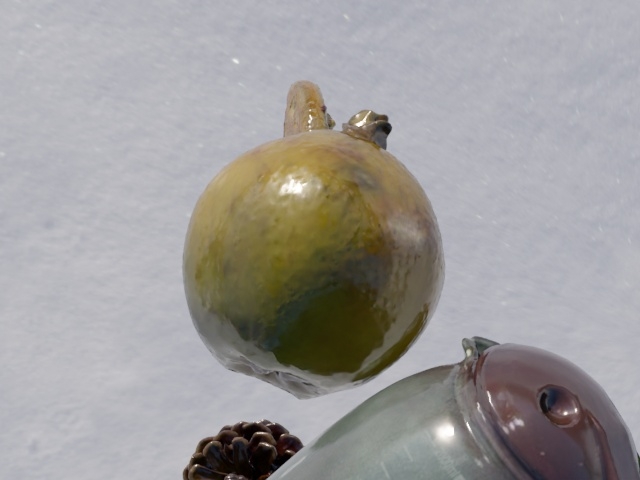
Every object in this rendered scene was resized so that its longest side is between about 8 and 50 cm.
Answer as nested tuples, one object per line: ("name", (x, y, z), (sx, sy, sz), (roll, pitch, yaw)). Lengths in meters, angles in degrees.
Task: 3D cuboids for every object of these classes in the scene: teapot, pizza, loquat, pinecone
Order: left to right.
("pinecone", (-0.090, 0.325, 1.624), (0.185, 0.212, 0.169), (33, 100, 10))
("pizza", (-0.010, -0.116, 1.640), (0.058, 0.127, 0.246), (7, 44, -15))
("loquat", (0.000, 0.000, 1.023), (0.213, 0.213, 0.246), (18, 77, 17))
("teapot", (0.098, 0.235, 0.825), (0.312, 0.233, 0.315), (-49, 56, 26))

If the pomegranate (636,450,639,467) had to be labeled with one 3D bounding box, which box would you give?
("pomegranate", (0.230, 0.297, 1.186), (0.216, 0.358, 0.310), (-27, 35, 38))
